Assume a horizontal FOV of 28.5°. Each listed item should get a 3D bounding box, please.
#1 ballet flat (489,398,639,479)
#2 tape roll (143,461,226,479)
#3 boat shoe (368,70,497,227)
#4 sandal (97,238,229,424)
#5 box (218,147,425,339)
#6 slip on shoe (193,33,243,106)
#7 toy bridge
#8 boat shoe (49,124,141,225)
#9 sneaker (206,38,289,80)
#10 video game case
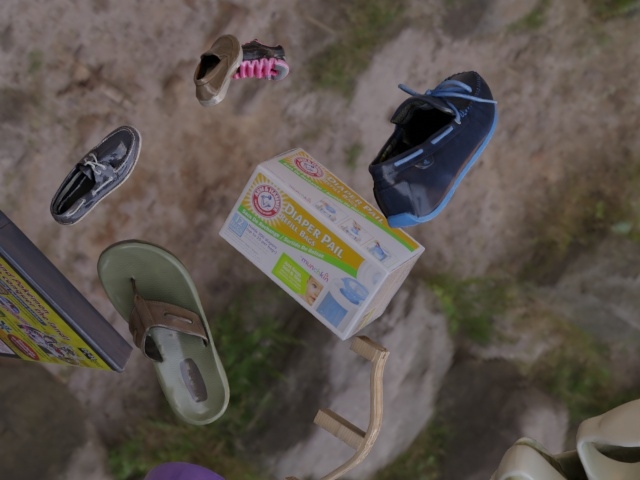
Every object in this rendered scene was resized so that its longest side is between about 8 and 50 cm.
[{"bbox_3d":[0.236,0.204,1.067,0.409,0.147,0.147,-30,175,37],"label":"ballet flat"},{"bbox_3d":[-0.218,0.456,2.060,0.080,0.189,0.189,-64,171,-50],"label":"tape roll"},{"bbox_3d":[0.123,-0.119,1.327,0.089,0.109,0.258,58,32,-24],"label":"boat shoe"},{"bbox_3d":[-0.215,0.132,1.809,0.120,0.303,0.086,-27,-169,4],"label":"sandal"},{"bbox_3d":[0.000,0.000,1.485,0.103,0.203,0.114,-29,154,-57],"label":"box"},{"bbox_3d":[-0.138,-0.232,1.650,0.135,0.051,0.041,-73,146,-41],"label":"slip on shoe"},{"bbox_3d":[0.024,0.193,1.277,0.026,0.063,0.188,11,107,-63],"label":"toy bridge"},{"bbox_3d":[-0.377,-0.110,2.109,0.206,0.075,0.065,-49,172,1],"label":"boat shoe"},{"bbox_3d":[-0.104,-0.258,1.769,0.047,0.119,0.057,109,-16,-58],"label":"sneaker"},{"bbox_3d":[-0.361,0.040,1.309,0.275,0.248,0.035,55,49,-42],"label":"video game case"}]
